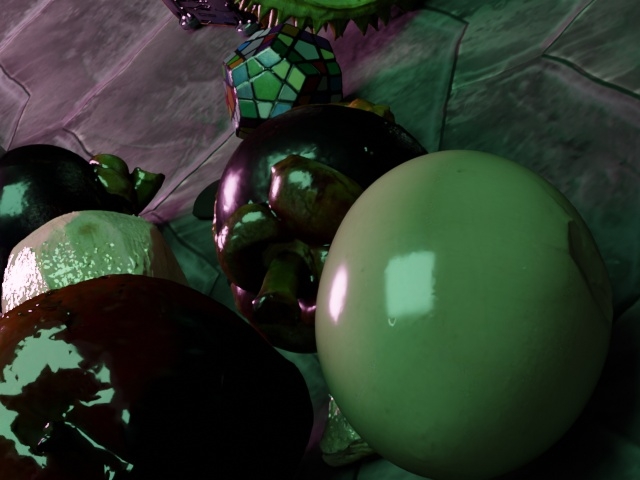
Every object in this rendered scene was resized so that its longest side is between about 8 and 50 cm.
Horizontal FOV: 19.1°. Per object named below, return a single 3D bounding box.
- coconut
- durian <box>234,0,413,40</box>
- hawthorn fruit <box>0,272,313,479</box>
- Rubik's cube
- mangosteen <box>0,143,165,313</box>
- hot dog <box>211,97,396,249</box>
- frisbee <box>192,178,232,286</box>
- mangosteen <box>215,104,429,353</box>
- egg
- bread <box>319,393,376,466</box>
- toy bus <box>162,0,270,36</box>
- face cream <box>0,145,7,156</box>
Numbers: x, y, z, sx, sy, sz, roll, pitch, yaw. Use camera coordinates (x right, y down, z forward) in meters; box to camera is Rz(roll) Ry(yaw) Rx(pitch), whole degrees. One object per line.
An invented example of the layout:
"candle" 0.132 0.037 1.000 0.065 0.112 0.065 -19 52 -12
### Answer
"coconut" -0.213 0.060 1.810 0.194 0.194 0.194 -30 33 22
"durian" 0.050 -0.358 1.998 0.394 0.198 0.163 -43 29 -3
"hawthorn fruit" -0.154 0.164 1.517 0.316 0.316 0.316 -30 33 22
"Rubik's cube" -0.038 -0.154 1.920 0.112 0.133 0.133 32 77 39
"mangosteen" -0.264 -0.013 1.978 0.230 0.194 0.194 -15 22 -23
"hot dog" -0.016 -0.047 1.790 0.160 0.099 0.227 -8 48 46
"frisbee" -0.047 -0.051 1.911 0.187 0.012 0.211 -42 29 1
"mangosteen" 0.000 0.000 1.572 0.211 0.211 0.250 -21 13 33
"egg" 0.105 0.053 1.399 0.219 0.219 0.269 -20 41 34
"bread" 0.039 0.146 1.543 0.083 0.035 0.070 -16 41 33
"toy bus" -0.121 -0.302 2.242 0.088 0.083 0.194 -50 33 -18
"face cream" -0.471 0.016 2.266 0.143 0.089 0.314 0 59 49
